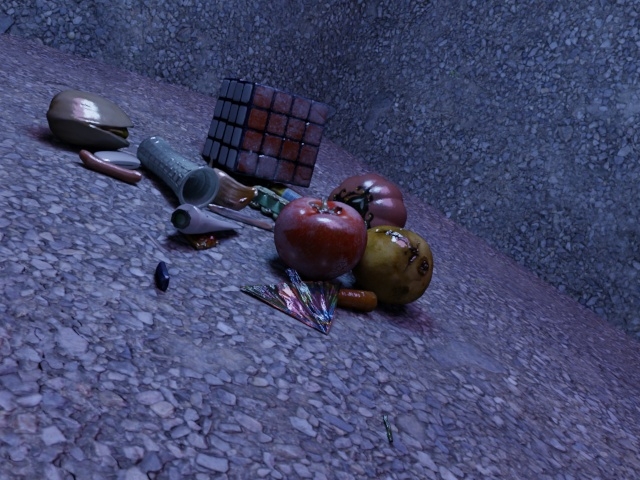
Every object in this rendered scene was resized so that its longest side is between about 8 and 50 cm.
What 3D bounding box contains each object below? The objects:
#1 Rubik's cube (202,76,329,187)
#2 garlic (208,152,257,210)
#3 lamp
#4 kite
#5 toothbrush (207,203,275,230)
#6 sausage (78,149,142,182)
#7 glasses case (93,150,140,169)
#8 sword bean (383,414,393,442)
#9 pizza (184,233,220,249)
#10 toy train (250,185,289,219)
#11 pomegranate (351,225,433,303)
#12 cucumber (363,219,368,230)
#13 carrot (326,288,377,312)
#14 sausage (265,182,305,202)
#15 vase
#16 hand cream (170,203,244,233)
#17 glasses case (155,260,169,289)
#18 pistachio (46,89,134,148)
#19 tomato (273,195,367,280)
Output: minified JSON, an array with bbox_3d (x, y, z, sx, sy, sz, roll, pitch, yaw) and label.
[{"bbox_3d":[-0.215,-0.418,2.333,0.344,0.344,0.337,12,8,-32],"label":"Rubik's cube"},{"bbox_3d":[-0.308,-0.174,1.914,0.198,0.128,0.090,39,-5,-14],"label":"garlic"},{"bbox_3d":[0.160,-0.076,2.066,0.305,0.305,0.239,37,9,32],"label":"lamp"},{"bbox_3d":[-0.043,0.155,1.520,0.321,0.016,0.234,-1,43,-36],"label":"kite"},{"bbox_3d":[-0.189,-0.053,1.934,0.375,0.028,0.037,19,8,-24],"label":"toothbrush"},{"bbox_3d":[-0.617,-0.213,1.753,0.186,0.043,0.043,22,18,-18],"label":"sausage"},{"bbox_3d":[-0.626,-0.247,1.841,0.063,0.041,0.164,35,18,20],"label":"glasses case"},{"bbox_3d":[0.136,0.375,1.190,0.012,0.012,0.083,23,17,-11],"label":"sword bean"},{"bbox_3d":[-0.332,-0.013,1.611,0.099,0.029,0.100,32,17,21],"label":"pizza"},{"bbox_3d":[-0.165,-0.130,2.114,0.194,0.081,0.125,28,13,11],"label":"toy train"},{"bbox_3d":[0.221,0.076,1.821,0.260,0.260,0.260,24,17,-8],"label":"pomegranate"},{"bbox_3d":[0.008,-0.022,1.918,0.293,0.067,0.067,-6,16,7],"label":"cucumber"},{"bbox_3d":[0.054,0.158,1.641,0.209,0.061,0.061,11,22,-31],"label":"carrot"},{"bbox_3d":[-0.065,-0.129,2.260,0.371,0.082,0.082,31,18,18],"label":"sausage"},{"bbox_3d":[-0.458,-0.223,1.868,0.299,0.143,0.143,35,19,35],"label":"vase"},{"bbox_3d":[-0.317,-0.057,1.654,0.121,0.076,0.336,25,6,10],"label":"hand cream"},{"bbox_3d":[-0.351,0.076,1.318,0.023,0.033,0.083,5,25,-26],"label":"glasses case"},{"bbox_3d":[-0.709,-0.371,1.860,0.197,0.166,0.288,21,11,37],"label":"pistachio"},{"bbox_3d":[0.000,0.000,1.715,0.270,0.227,0.270,8,23,-3],"label":"tomato"}]
